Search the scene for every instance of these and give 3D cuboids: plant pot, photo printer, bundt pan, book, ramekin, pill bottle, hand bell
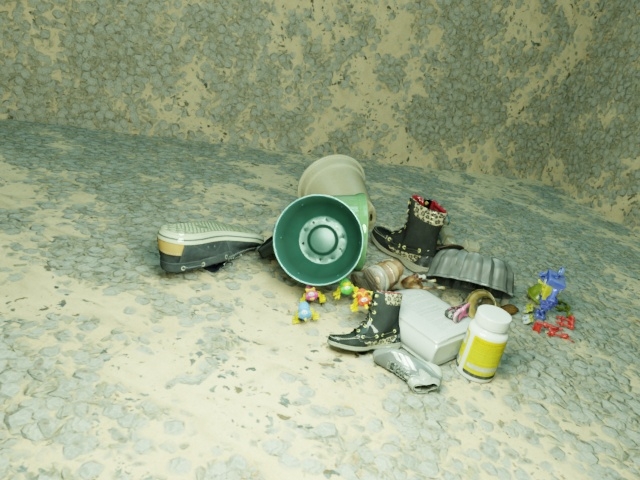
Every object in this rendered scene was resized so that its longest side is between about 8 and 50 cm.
[{"bbox_3d":[0.097,-0.166,2.411,0.333,0.334,0.305,1,37,-23],"label":"plant pot"},{"bbox_3d":[0.328,0.263,1.742,0.256,0.107,0.307,-9,30,-40],"label":"photo printer"},{"bbox_3d":[0.558,0.116,1.980,0.330,0.124,0.331,16,-8,2],"label":"bundt pan"},{"bbox_3d":[0.000,0.000,1.834,0.293,0.293,0.235,14,0,4],"label":"plant pot"},{"bbox_3d":[0.733,0.197,2.103,0.035,0.096,0.144,19,24,18],"label":"book"},{"bbox_3d":[0.089,-0.036,2.089,0.148,0.304,0.303,2,24,-4],"label":"ramekin"},{"bbox_3d":[0.484,0.304,1.592,0.119,0.209,0.119,10,24,-4],"label":"pill bottle"},{"bbox_3d":[0.653,0.250,1.974,0.242,0.126,0.126,10,19,-40],"label":"hand bell"}]

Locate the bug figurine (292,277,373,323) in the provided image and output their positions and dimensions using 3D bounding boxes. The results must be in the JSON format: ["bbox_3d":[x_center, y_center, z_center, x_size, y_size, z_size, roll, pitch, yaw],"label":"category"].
[{"bbox_3d":[0.035,0.184,1.731,0.279,0.072,0.216,-12,20,-5],"label":"bug figurine"}]

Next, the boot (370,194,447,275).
[{"bbox_3d":[0.371,-0.054,2.265,0.138,0.284,0.377,-3,28,-31],"label":"boot"}]

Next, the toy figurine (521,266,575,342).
[{"bbox_3d":[0.898,0.194,2.036,0.191,0.217,0.362,19,25,17],"label":"toy figurine"}]

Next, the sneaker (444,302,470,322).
[{"bbox_3d":[0.432,0.220,1.701,0.057,0.047,0.119,14,19,38],"label":"sneaker"}]

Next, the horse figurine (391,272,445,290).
[{"bbox_3d":[0.321,0.152,1.958,0.174,0.066,0.263,6,-4,-31],"label":"horse figurine"}]

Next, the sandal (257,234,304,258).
[{"bbox_3d":[-0.126,0.003,2.104,0.107,0.167,0.446,55,20,-5],"label":"sandal"}]

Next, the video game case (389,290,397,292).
[{"bbox_3d":[0.232,0.182,2.005,0.087,0.011,0.122,-4,27,-32],"label":"video game case"}]

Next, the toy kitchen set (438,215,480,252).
[{"bbox_3d":[0.640,-0.006,2.549,0.166,0.122,0.207,8,43,-10],"label":"toy kitchen set"}]

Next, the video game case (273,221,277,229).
[{"bbox_3d":[-0.098,-0.104,2.224,0.212,0.023,0.193,-31,-2,-8],"label":"video game case"}]

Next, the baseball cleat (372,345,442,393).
[{"bbox_3d":[0.240,0.365,1.514,0.205,0.072,0.109,12,32,14],"label":"baseball cleat"}]

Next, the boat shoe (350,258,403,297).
[{"bbox_3d":[0.193,0.133,1.810,0.116,0.123,0.324,-26,-2,-16],"label":"boat shoe"}]

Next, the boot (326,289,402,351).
[{"bbox_3d":[0.138,0.236,1.605,0.236,0.179,0.085,5,3,-18],"label":"boot"}]

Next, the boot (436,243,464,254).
[{"bbox_3d":[0.535,0.033,2.406,0.219,0.082,0.106,-5,31,-30],"label":"boot"}]

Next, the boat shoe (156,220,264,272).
[{"bbox_3d":[-0.383,0.024,1.909,0.186,0.156,0.500,17,11,26],"label":"boat shoe"}]
